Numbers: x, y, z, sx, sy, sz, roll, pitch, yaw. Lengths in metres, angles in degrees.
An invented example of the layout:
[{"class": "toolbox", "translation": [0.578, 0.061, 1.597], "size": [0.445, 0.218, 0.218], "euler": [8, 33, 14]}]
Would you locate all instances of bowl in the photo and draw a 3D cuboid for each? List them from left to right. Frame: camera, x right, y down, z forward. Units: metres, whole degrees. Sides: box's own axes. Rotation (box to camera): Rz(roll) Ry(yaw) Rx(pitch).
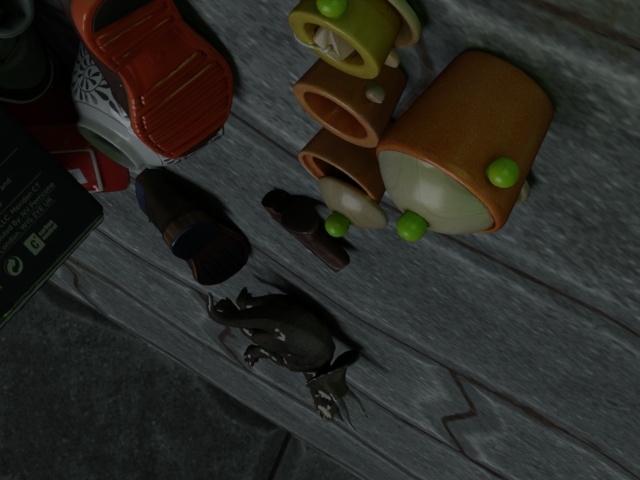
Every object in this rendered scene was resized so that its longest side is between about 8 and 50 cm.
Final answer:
[{"class": "bowl", "translation": [-0.186, -0.122, 1.523], "size": [0.170, 0.080, 0.170], "euler": [32, 166, 9]}]

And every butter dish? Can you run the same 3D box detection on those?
[{"class": "butter dish", "translation": [-0.299, -0.124, 1.739], "size": [0.160, 0.118, 0.160], "euler": [-5, 154, -3]}]

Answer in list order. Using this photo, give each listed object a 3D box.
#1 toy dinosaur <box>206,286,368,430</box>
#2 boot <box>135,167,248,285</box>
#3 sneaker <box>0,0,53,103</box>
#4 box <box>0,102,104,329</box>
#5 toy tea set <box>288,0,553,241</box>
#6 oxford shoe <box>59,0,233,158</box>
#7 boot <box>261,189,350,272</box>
[{"class": "toy dinosaur", "translation": [-0.042, 0.117, 2.043], "size": [0.160, 0.121, 0.313], "euler": [12, 153, 31]}, {"class": "boot", "translation": [-0.155, -0.018, 1.900], "size": [0.106, 0.082, 0.219], "euler": [53, 179, 21]}, {"class": "sneaker", "translation": [-0.311, -0.204, 1.476], "size": [0.153, 0.101, 0.268], "euler": [27, 163, 38]}, {"class": "box", "translation": [-0.456, -0.084, 1.544], "size": [0.395, 0.212, 0.293], "euler": [47, 160, -18]}, {"class": "toy tea set", "translation": [0.046, -0.052, 1.090], "size": [0.200, 0.124, 0.336], "euler": [32, 167, 10]}, {"class": "oxford shoe", "translation": [-0.146, -0.163, 1.297], "size": [0.098, 0.097, 0.271], "euler": [50, 172, 29]}, {"class": "boot", "translation": [0.000, 0.000, 1.599], "size": [0.114, 0.037, 0.106], "euler": [46, 176, -32]}]
